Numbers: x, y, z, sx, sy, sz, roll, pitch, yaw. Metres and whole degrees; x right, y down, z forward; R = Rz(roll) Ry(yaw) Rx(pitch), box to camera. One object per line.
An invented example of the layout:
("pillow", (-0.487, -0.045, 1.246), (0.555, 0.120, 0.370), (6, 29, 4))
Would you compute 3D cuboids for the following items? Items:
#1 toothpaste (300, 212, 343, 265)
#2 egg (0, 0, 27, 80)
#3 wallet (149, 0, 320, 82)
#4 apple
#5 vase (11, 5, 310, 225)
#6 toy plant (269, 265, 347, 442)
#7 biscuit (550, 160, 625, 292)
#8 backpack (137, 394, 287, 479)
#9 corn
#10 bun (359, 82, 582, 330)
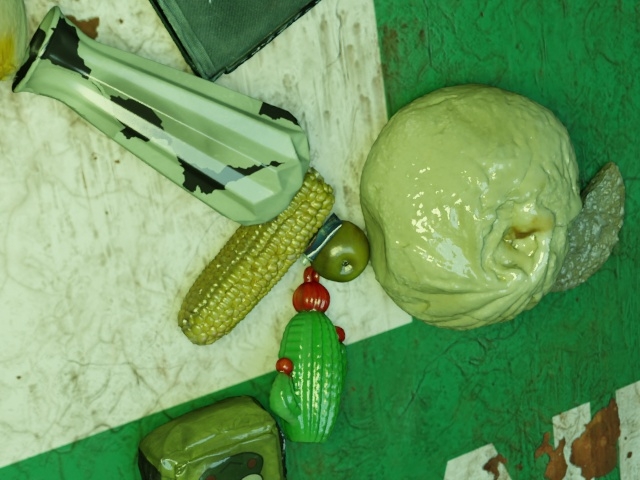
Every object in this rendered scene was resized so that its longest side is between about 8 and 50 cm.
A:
("toothpaste", (0.000, 0.000, 1.541), (0.083, 0.027, 0.019), (-52, 137, 4))
("egg", (-0.467, -0.245, 1.181), (0.337, 0.201, 0.337), (-7, 104, -28))
("wallet", (-0.080, -0.387, 1.427), (0.342, 0.075, 0.237), (-43, 125, -15))
("apple", (0.027, 0.015, 1.583), (0.090, 0.074, 0.089), (-6, 119, -11))
("vase", (-0.190, -0.153, 1.378), (0.360, 0.165, 0.165), (27, 89, -24))
("toy plant", (-0.009, 0.172, 1.590), (0.154, 0.088, 0.240), (49, 45, -41))
("biscuit", (0.431, -0.001, 1.829), (0.250, 0.032, 0.133), (-48, 121, -10))
("backpack", (-0.144, 0.343, 1.552), (0.207, 0.140, 0.253), (-17, 119, -22))
("corn", (-0.089, 0.020, 1.513), (0.101, 0.101, 0.291), (44, 78, -30))
("bun", (0.232, -0.045, 1.596), (0.352, 0.227, 0.349), (-45, 118, -13))
